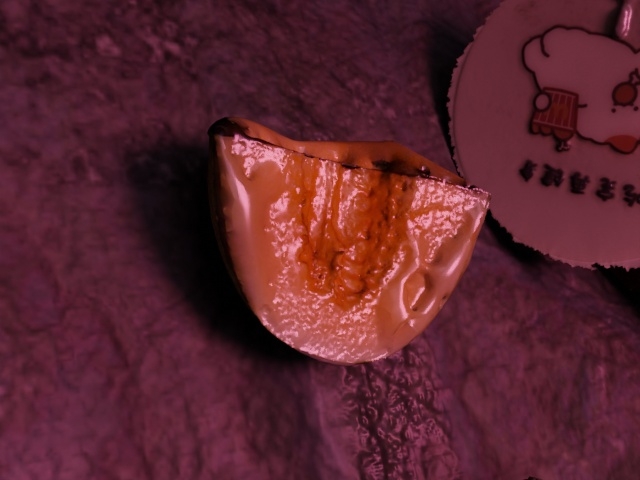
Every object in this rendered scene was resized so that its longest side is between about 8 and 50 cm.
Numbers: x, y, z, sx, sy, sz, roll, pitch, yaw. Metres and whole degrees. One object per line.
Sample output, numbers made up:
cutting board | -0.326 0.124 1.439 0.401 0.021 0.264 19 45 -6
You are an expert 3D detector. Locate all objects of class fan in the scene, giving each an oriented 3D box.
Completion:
fan | 0.182 -0.145 0.546 0.009 0.190 0.329 -4 109 -64

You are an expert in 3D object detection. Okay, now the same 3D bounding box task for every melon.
melon | 0.000 0.000 0.489 0.160 0.079 0.128 11 83 -26

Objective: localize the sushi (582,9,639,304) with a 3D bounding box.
sushi | 0.235 -0.058 0.612 0.136 0.126 0.225 -25 82 -34

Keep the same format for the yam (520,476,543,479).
yam | 0.151 0.207 0.470 0.179 0.078 0.078 42 55 4
